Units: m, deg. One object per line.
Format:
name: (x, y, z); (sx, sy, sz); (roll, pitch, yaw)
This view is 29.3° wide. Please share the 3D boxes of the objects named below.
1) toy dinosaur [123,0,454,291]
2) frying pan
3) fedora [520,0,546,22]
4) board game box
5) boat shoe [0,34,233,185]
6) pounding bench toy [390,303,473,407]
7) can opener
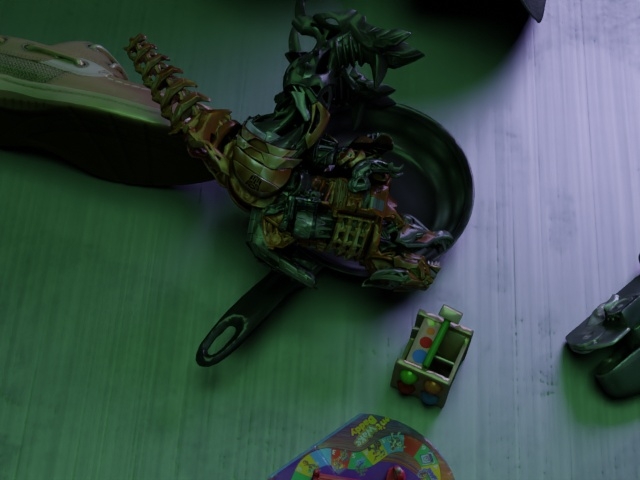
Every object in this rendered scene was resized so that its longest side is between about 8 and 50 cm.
toy dinosaur: (-0.019, -0.087, 1.072); (0.322, 0.164, 0.218); (38, 75, -21)
frying pan: (0.029, 0.006, 1.139); (0.197, 0.053, 0.326); (16, 62, 6)
fedora: (0.147, -0.344, 1.273); (0.124, 0.244, 0.275); (-12, 56, 26)
board game box: (0.035, 0.217, 1.029); (0.169, 0.033, 0.133); (-31, 66, -19)
boat shoe: (-0.237, -0.143, 1.175); (0.341, 0.121, 0.110); (14, 61, 7)
pounding bench toy: (0.097, 0.100, 1.069); (0.052, 0.083, 0.065); (22, 61, 10)
can opener: (0.345, 0.037, 1.135); (0.283, 0.076, 0.095); (-35, 99, -20)
